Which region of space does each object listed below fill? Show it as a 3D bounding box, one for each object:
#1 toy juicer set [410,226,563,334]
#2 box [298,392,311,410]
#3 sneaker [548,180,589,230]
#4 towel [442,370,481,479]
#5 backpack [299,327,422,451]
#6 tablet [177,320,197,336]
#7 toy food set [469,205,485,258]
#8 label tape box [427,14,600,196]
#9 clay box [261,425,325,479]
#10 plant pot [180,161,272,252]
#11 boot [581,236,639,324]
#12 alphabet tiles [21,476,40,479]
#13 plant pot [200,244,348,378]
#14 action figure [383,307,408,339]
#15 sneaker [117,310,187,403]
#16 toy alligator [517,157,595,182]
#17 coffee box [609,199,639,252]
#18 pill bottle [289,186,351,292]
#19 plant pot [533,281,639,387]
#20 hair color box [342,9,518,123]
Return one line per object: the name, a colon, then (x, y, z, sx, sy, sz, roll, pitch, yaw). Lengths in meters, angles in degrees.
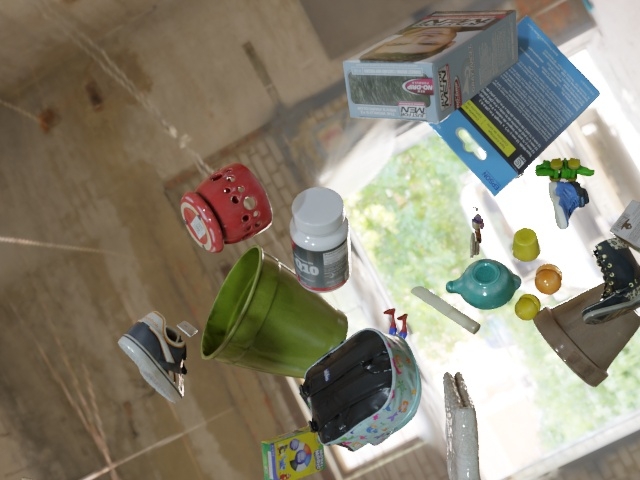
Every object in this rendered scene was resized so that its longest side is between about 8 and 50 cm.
toy juicer set: (0.400, 0.124, 1.790, 0.209, 0.328, 0.089, 59, 175, 37)
box: (-0.008, 0.441, 2.164, 0.083, 0.052, 0.062, 51, -168, 29)
sneaker: (0.568, -0.084, 1.768, 0.152, 0.084, 0.058, -83, -17, -52)
towel: (0.253, 0.355, 1.422, 0.282, 0.049, 0.187, -35, -59, -84)
backpack: (0.106, 0.323, 1.713, 0.191, 0.253, 0.225, 19, -141, -34)
tablet: (-0.399, 0.264, 2.347, 0.054, 0.006, 0.083, 39, -174, 2)
toy food set: (0.368, -0.018, 1.821, 0.078, 0.019, 0.122, 3, -91, -65)
label tape box: (0.421, -0.298, 1.780, 0.249, 0.347, 0.115, 46, 174, -1)
clay box: (-0.065, 0.620, 2.274, 0.053, 0.222, 0.128, -1, 96, 52)
plant pot: (-0.242, -0.078, 1.942, 0.191, 0.174, 0.191, 41, 148, 34)
boot: (0.704, 0.097, 1.919, 0.179, 0.236, 0.085, 65, 158, 22)
alphabet tiles: (-0.492, 0.569, 1.537, 0.009, 0.198, 0.237, -36, -76, -38)
plant pot: (-0.118, 0.253, 2.344, 0.352, 0.367, 0.366, 27, -160, -17)
action figure: (0.205, 0.365, 2.426, 0.091, 0.139, 0.281, 22, 124, 47)
sneaker: (-0.390, 0.297, 1.961, 0.126, 0.127, 0.321, 28, 154, 24)
toy alligator: (0.549, -0.173, 1.849, 0.056, 0.189, 0.051, 78, -164, -49)
coffee box: (0.787, 0.009, 1.769, 0.141, 0.098, 0.246, 32, -170, -16)
pill bottle: (0.000, 0.000, 2.107, 0.283, 0.161, 0.161, 84, 167, -50)
plant pot: (0.766, 0.241, 2.195, 0.263, 0.229, 0.263, 41, -162, -16)
hair color box: (0.223, -0.344, 1.503, 0.374, 0.185, 0.114, -40, -51, -44)
